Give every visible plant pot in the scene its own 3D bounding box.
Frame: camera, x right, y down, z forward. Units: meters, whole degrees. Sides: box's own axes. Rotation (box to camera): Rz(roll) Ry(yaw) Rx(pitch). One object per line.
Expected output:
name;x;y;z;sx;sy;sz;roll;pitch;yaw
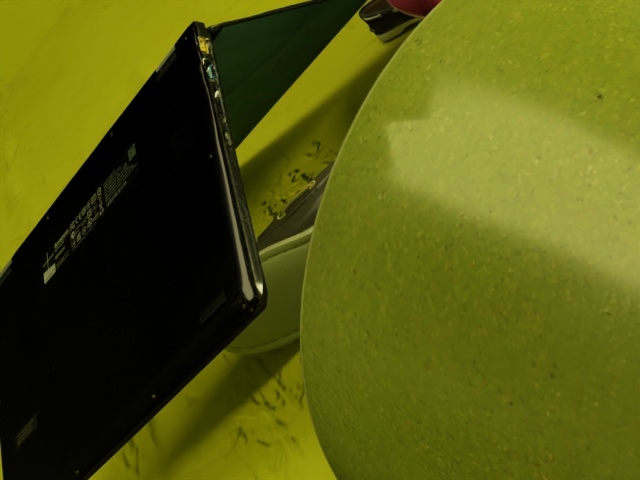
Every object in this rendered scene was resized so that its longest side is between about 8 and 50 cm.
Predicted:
plant pot;0.188;0.048;0.407;0.293;0.275;0.274;26;80;49

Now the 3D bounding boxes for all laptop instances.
laptop;-0.103;0.006;1.064;0.382;0.236;0.407;-45;46;37

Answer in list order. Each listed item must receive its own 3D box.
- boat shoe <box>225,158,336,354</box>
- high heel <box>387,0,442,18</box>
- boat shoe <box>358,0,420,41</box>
boat shoe;0.000;0.000;0.962;0.228;0.081;0.068;-41;27;8
high heel;0.106;-0.228;1.010;0.244;0.082;0.117;-98;12;-51
boat shoe;0.088;-0.233;1.153;0.125;0.038;0.046;-24;36;46
